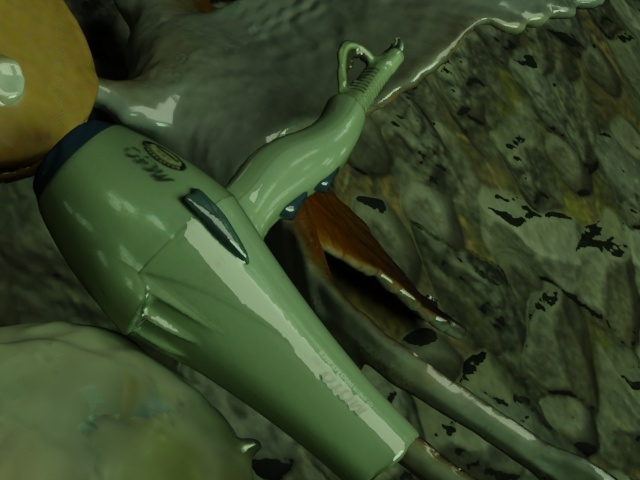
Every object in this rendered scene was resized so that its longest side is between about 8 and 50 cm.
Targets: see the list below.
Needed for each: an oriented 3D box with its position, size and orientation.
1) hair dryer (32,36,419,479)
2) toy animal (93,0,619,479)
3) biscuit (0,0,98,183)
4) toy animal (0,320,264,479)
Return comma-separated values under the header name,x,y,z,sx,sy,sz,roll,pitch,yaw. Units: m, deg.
name,x,y,z,sx,sy,sz,roll,pitch,yaw
hair dryer,0.006,0.006,0.611,0.199,0.067,0.167,-24,73,-40
toy animal,-0.022,-0.009,0.706,0.302,0.225,0.284,18,36,-9
biscuit,-0.229,-0.095,0.553,0.340,0.047,0.216,12,53,-32
toy animal,-0.062,0.120,0.517,0.308,0.188,0.266,7,47,-43
